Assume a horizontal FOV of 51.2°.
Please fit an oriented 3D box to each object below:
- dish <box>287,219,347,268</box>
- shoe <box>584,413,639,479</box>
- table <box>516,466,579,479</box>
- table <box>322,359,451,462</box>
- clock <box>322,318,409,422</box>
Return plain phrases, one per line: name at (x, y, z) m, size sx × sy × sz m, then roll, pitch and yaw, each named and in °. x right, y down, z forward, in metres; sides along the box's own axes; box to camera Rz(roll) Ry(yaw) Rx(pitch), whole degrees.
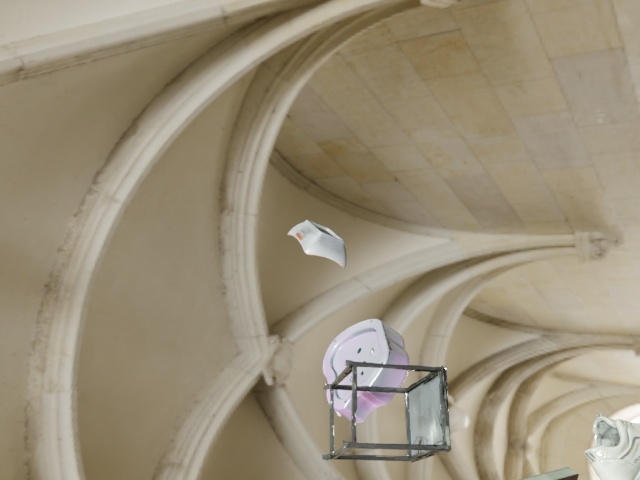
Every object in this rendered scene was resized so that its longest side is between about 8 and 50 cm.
dish at (0.000, 0.000, 2.073) m, size 0.151 × 0.212 × 0.077 m, roll 22°, pitch -81°, yaw -24°
shoe at (0.847, 0.546, 1.827) m, size 0.342 × 0.132 × 0.210 m, roll -36°, pitch -99°, yaw -36°
table at (0.671, 0.751, 1.924) m, size 0.240 × 0.111 × 0.122 m, roll 2°, pitch -76°, yaw -35°
table at (0.164, 0.474, 1.815) m, size 0.335 × 0.272 × 0.222 m, roll 112°, pitch 161°, yaw -65°
clock at (0.134, 0.423, 2.213) m, size 0.102 × 0.338 × 0.338 m, roll 39°, pitch -125°, yaw -27°
